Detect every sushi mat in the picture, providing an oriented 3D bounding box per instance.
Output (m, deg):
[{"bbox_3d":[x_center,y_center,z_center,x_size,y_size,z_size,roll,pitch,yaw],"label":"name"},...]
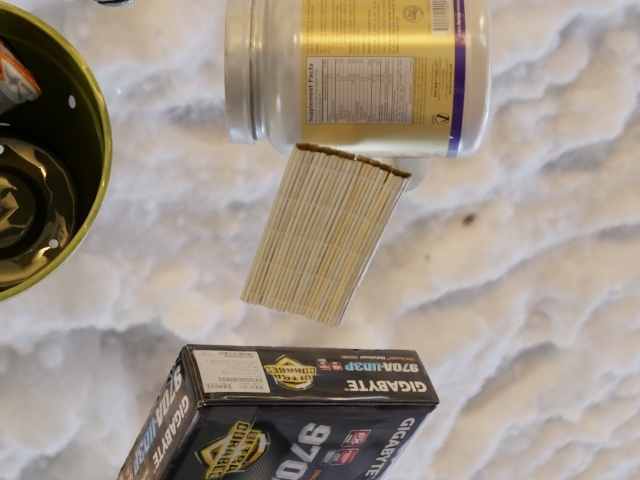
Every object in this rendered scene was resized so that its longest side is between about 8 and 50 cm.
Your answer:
[{"bbox_3d":[0.000,0.000,1.554,0.151,0.019,0.316,15,137,-7],"label":"sushi mat"}]

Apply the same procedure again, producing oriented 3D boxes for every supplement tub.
[{"bbox_3d":[0.047,-0.226,1.562,0.331,0.241,0.241,0,135,1],"label":"supplement tub"}]

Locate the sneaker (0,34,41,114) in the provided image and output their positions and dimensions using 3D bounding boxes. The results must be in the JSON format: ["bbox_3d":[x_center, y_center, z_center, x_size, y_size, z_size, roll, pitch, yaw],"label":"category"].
[{"bbox_3d":[-0.417,-0.197,1.307,0.121,0.099,0.262,-37,150,2],"label":"sneaker"}]

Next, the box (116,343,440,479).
[{"bbox_3d":[-0.044,0.159,0.831,0.175,0.051,0.220,5,134,-28],"label":"box"}]

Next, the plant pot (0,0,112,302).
[{"bbox_3d":[-0.432,-0.068,1.490,0.366,0.366,0.353,-24,172,-10],"label":"plant pot"}]

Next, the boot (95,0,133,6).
[{"bbox_3d":[-0.290,-0.456,1.466,0.089,0.269,0.236,-7,157,7],"label":"boot"}]

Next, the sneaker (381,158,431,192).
[{"bbox_3d":[0.106,-0.153,1.758,0.094,0.212,0.080,-21,140,37],"label":"sneaker"}]
